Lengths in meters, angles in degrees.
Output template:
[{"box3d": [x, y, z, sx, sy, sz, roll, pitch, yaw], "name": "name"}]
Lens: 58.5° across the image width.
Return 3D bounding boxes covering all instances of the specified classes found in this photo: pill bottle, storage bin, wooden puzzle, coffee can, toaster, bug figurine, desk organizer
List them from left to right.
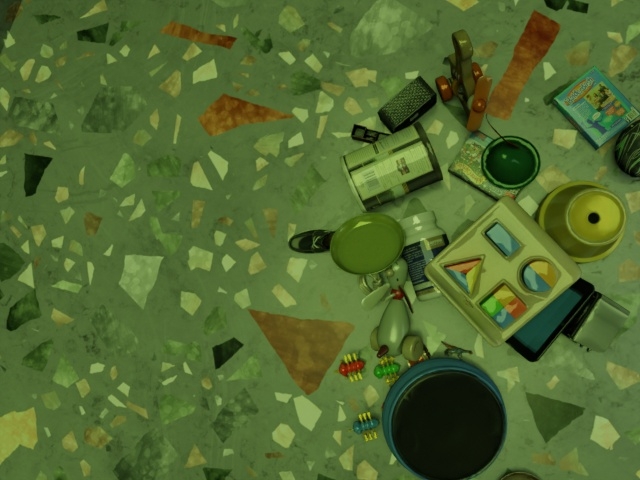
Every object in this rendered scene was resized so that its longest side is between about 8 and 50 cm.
[{"box3d": [0.170, -0.353, 1.924, 0.130, 0.050, 0.047, 16, 90, 12], "name": "desk organizer"}, {"box3d": [0.171, 0.498, 1.867, 0.216, 0.072, 0.279, -14, 80, 4], "name": "bug figurine"}, {"box3d": [0.226, -0.233, 1.830, 0.275, 0.201, 0.201, -23, 83, 10], "name": "coffee can"}, {"box3d": [0.285, -0.435, 1.869, 0.180, 0.122, 0.084, -41, 80, 7], "name": "storage bin"}, {"box3d": [0.342, 0.049, 1.816, 0.153, 0.153, 0.264, -19, 84, 10], "name": "pill bottle"}, {"box3d": [0.533, 0.090, 1.670, 0.348, 0.080, 0.322, -43, 84, 5], "name": "wooden puzzle"}, {"box3d": [0.814, 0.235, 1.706, 0.110, 0.168, 0.185, 31, 94, 9], "name": "toaster"}]

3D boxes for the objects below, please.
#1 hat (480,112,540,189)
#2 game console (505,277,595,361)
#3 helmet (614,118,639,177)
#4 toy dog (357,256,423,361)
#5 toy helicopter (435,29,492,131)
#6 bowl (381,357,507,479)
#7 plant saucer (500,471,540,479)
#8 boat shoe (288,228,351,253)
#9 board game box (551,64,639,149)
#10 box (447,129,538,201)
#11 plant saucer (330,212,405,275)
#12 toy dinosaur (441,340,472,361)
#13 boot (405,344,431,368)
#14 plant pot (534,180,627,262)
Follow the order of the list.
[{"box3d": [0.572, -0.255, 1.723, 0.208, 0.183, 0.173, 17, 90, 12], "name": "hat"}, {"box3d": [0.621, 0.172, 1.739, 0.250, 0.173, 0.293, 38, 94, 3], "name": "game console"}, {"box3d": [0.966, -0.275, 1.702, 0.169, 0.161, 0.169, -1, 87, 11], "name": "helmet"}, {"box3d": [0.212, 0.235, 1.787, 0.220, 0.161, 0.333, -20, 88, 36], "name": "toy dog"}, {"box3d": [0.439, -0.488, 1.723, 0.140, 0.355, 0.235, -20, 66, 9], "name": "toy helicopter"}, {"box3d": [0.389, 0.564, 1.773, 0.391, 0.077, 0.391, 0, 93, -1], "name": "bowl"}, {"box3d": [0.627, 0.804, 1.780, 0.168, 0.029, 0.168, -1, 88, 12], "name": "plant saucer"}, {"box3d": [0.000, 0.000, 1.927, 0.233, 0.079, 0.084, -3, 88, 13], "name": "boat shoe"}, {"box3d": [0.862, -0.416, 1.790, 0.160, 0.047, 0.210, -39, 81, 7], "name": "board game box"}, {"box3d": [0.554, -0.233, 1.843, 0.233, 0.044, 0.159, 33, 93, 11], "name": "box"}, {"box3d": [0.150, 0.017, 1.804, 0.241, 0.037, 0.241, -10, 51, 13], "name": "plant saucer"}, {"box3d": [0.444, 0.353, 1.838, 0.082, 0.047, 0.090, -14, 73, -8], "name": "toy dinosaur"}, {"box3d": [0.336, 0.425, 1.851, 0.085, 0.059, 0.158, -31, 78, 17], "name": "boot"}, {"box3d": [0.783, -0.059, 1.690, 0.254, 0.239, 0.254, -1, 87, 12], "name": "plant pot"}]
